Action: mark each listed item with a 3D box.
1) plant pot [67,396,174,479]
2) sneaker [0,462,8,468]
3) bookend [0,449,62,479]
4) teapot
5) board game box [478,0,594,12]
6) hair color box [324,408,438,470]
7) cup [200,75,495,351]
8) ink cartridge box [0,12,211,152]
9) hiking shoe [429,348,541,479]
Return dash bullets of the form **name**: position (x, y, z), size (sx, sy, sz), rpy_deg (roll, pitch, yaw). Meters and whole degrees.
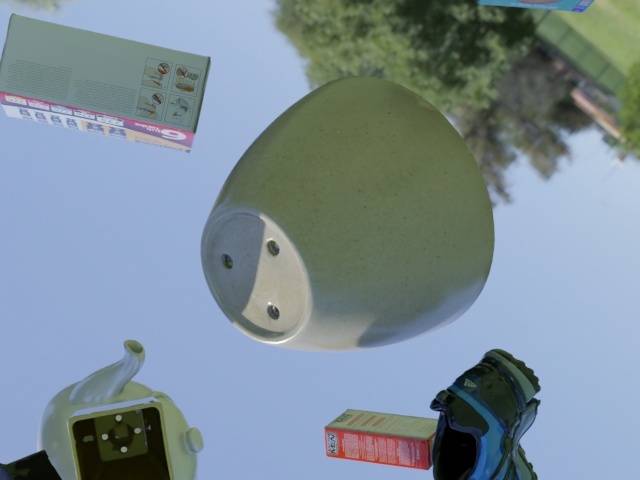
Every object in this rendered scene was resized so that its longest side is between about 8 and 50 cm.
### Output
- **plant pot**: position (-0.175, 0.178, 1.111), size (0.081, 0.082, 0.083), rpy_deg (-10, -173, -9)
- **sneaker**: position (-0.393, 0.296, 1.457), size (0.222, 0.083, 0.118), rpy_deg (11, 169, -21)
- **bookend**: position (-0.265, 0.271, 1.288), size (0.157, 0.156, 0.072), rpy_deg (53, -149, 14)
- **teapot**: position (-0.240, 0.291, 1.675), size (0.256, 0.187, 0.253), rpy_deg (46, -150, -65)
- **board game box**: position (0.220, -0.363, 1.463), size (0.160, 0.047, 0.210), rpy_deg (-3, -118, -33)
- **hair color box**: position (0.083, 0.249, 1.592), size (0.141, 0.043, 0.072), rpy_deg (4, -166, 28)
- **cup**: position (0.000, 0.000, 1.472), size (0.331, 0.331, 0.237), rpy_deg (44, -136, 17)
- **ink cartridge box**: position (-0.344, -0.239, 2.033), size (0.309, 0.130, 0.272), rpy_deg (11, 174, -7)
- **hiking shoe**: position (0.183, 0.272, 1.506), size (0.132, 0.304, 0.113), rpy_deg (-23, -149, -27)
